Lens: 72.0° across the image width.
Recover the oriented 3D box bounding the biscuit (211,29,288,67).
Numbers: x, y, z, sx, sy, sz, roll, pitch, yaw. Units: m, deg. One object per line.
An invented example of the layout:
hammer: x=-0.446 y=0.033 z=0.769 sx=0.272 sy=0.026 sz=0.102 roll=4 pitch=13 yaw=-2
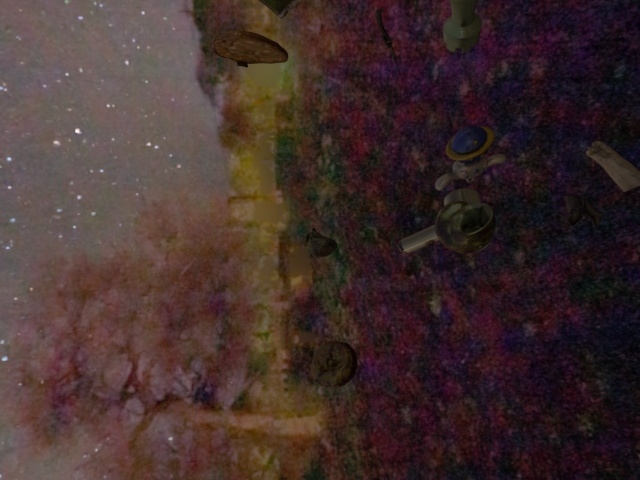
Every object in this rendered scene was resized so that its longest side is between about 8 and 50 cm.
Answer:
biscuit: x=-0.221 y=-0.614 z=1.416 sx=0.203 sy=0.260 sz=0.041 roll=-6 pitch=85 yaw=56

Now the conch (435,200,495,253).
conch: x=0.435 y=-0.046 z=1.307 sx=0.187 sy=0.124 sz=0.181 roll=-32 pitch=42 yaw=32

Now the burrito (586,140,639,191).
burrito: x=1.003 y=-0.250 z=1.498 sx=0.226 sy=0.060 sz=0.087 roll=61 pitch=154 yaw=30

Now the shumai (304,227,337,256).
shumai: x=0.000 y=0.000 z=1.234 sx=0.083 sy=0.082 sz=0.080 roll=51 pitch=-160 yaw=-66

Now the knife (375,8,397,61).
knife: x=0.215 y=-0.677 z=1.464 sx=0.045 sy=0.021 sz=0.222 roll=40 pitch=176 yaw=33

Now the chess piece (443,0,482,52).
chess piece: x=0.446 y=-0.738 z=1.372 sx=0.299 sy=0.194 sz=0.194 roll=59 pitch=-158 yaw=-64

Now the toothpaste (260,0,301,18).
toothpaste: x=-0.130 y=-0.457 z=0.729 sx=0.078 sy=0.248 sz=0.047 roll=-20 pitch=65 yaw=38

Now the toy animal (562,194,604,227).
toy animal: x=1.061 y=-0.121 z=1.831 sx=0.117 sy=0.121 sz=0.210 roll=-58 pitch=6 yaw=18

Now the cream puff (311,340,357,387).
cream puff: x=0.042 y=0.371 z=1.307 sx=0.149 sy=0.149 sz=0.084 roll=-101 pitch=-12 yaw=-47

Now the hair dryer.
hair dryer: x=0.419 y=-0.025 z=1.595 sx=0.362 sy=0.128 sz=0.203 roll=-28 pitch=48 yaw=37

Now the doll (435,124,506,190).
doll: x=0.585 y=-0.345 z=1.822 sx=0.242 sy=0.311 sz=0.159 roll=41 pitch=-163 yaw=-56
